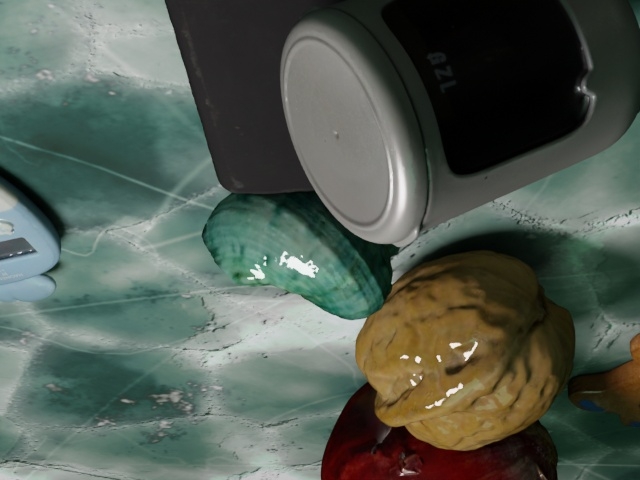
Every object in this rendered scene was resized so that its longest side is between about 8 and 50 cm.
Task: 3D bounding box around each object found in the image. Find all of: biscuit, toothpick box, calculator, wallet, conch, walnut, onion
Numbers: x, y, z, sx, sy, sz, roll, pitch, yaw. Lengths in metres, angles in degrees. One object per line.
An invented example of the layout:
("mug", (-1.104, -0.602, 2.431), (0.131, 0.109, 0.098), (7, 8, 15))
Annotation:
("biscuit", (0.473, 0.171, 2.436), (0.205, 0.049, 0.324), (21, 142, -32))
("toothpick box", (0.140, -0.139, 1.655), (0.316, 0.229, 0.229), (-22, 159, -25))
("calculator", (-0.394, -0.011, 2.073), (0.188, 0.042, 0.302), (-13, 148, 17))
("wallet", (-0.017, -0.173, 1.786), (0.228, 0.062, 0.406), (-4, 150, 4))
("conch", (0.003, -0.002, 2.017), (0.202, 0.196, 0.134), (-4, 143, -48))
("walnut", (0.161, 0.132, 2.173), (0.257, 0.257, 0.224), (-31, 107, 41))
("onion", (0.149, 0.311, 2.379), (0.341, 0.341, 0.341), (-1, 151, -1))

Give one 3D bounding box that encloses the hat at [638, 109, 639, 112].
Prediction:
("hat", (0.285, -0.124, 1.917), (0.087, 0.042, 0.058), (-28, 168, -23))
